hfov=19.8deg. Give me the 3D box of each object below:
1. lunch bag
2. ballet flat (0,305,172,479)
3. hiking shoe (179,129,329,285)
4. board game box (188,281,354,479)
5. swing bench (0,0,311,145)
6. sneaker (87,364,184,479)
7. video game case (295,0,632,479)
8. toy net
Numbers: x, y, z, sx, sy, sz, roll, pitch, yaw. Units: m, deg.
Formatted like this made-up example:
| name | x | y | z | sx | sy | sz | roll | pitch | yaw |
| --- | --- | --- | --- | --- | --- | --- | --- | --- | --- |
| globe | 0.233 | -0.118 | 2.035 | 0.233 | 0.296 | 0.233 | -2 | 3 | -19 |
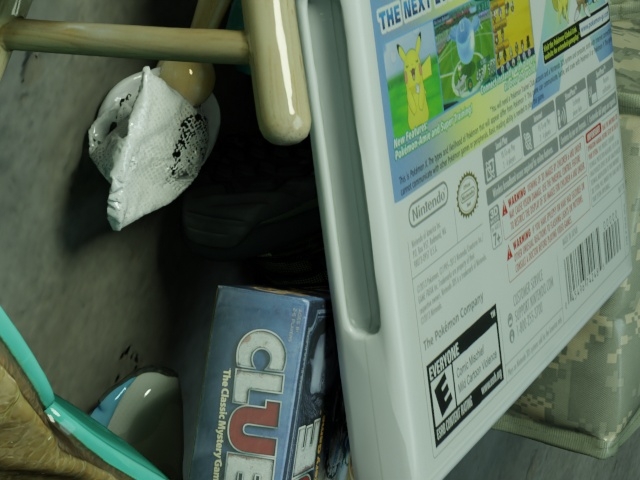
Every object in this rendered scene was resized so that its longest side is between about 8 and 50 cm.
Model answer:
| name | x | y | z | sx | sy | sz | roll | pitch | yaw |
| --- | --- | --- | --- | --- | --- | --- | --- | --- | --- |
| lunch bag | 0.178 | -0.027 | 1.202 | 0.287 | 0.169 | 0.235 | -30 | 128 | -58 |
| ballet flat | -0.150 | 0.076 | 0.670 | 0.124 | 0.116 | 0.342 | -51 | 152 | -13 |
| hiking shoe | 0.000 | 0.000 | 0.944 | 0.227 | 0.086 | 0.114 | -21 | 116 | -62 |
| board game box | -0.020 | 0.142 | 0.822 | 0.165 | 0.042 | 0.243 | 2 | 97 | -75 |
| swing bench | -0.106 | -0.175 | 0.564 | 0.253 | 0.165 | 0.255 | 12 | 86 | -64 |
| sneaker | -0.078 | 0.155 | 0.859 | 0.071 | 0.083 | 0.191 | 5 | 96 | -63 |
| video game case | 0.077 | -0.076 | 0.876 | 0.329 | 0.036 | 0.300 | -34 | 120 | -59 |
| toy net | -0.050 | -0.090 | 0.855 | 0.232 | 0.045 | 0.122 | -59 | 156 | -30 |
